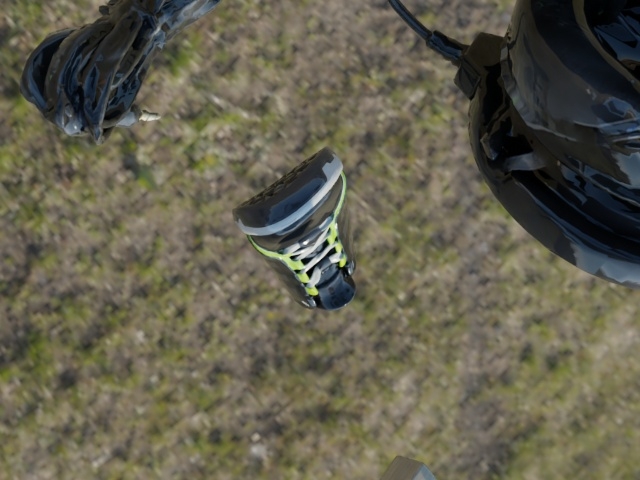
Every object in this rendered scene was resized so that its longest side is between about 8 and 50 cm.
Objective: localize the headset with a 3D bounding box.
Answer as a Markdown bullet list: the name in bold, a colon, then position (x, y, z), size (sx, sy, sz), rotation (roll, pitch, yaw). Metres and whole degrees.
- **headset**: position (0.096, -0.079, 0.474), size (0.185, 0.394, 0.243), rotation (-54, 141, -41)

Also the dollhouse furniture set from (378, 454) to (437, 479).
- **dollhouse furniture set**: position (0.103, 0.229, 0.900), size (0.144, 0.123, 0.151), rotation (-52, 126, -24)

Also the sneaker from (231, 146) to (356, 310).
- **sneaker**: position (0.000, 0.000, 1.008), size (0.084, 0.097, 0.235), rotation (-35, 176, -1)
